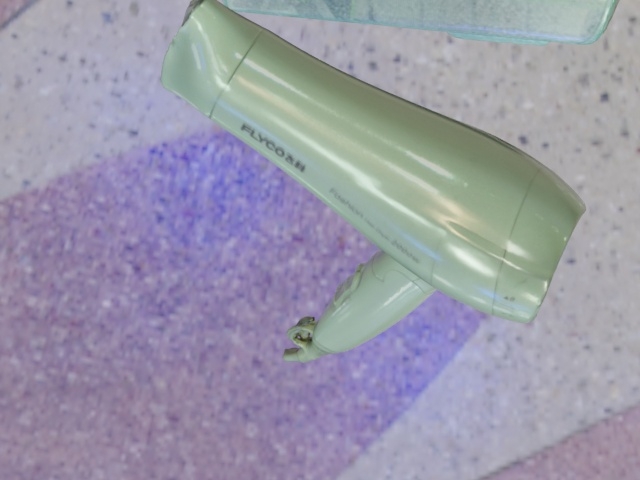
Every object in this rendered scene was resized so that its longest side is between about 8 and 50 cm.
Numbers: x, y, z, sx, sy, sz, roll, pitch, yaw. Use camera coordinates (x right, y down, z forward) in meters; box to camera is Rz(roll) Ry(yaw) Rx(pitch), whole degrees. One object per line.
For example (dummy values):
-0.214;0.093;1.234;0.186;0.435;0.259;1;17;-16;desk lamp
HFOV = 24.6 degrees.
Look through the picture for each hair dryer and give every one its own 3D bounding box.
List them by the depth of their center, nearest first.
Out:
0.000;0.000;0.738;0.206;0.075;0.237;30;146;2;hair dryer

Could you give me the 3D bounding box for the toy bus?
0.063;-0.186;0.904;0.262;0.091;0.109;9;130;15;toy bus
